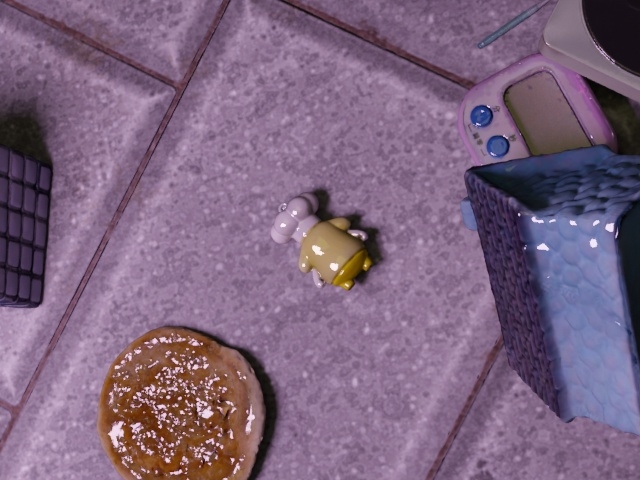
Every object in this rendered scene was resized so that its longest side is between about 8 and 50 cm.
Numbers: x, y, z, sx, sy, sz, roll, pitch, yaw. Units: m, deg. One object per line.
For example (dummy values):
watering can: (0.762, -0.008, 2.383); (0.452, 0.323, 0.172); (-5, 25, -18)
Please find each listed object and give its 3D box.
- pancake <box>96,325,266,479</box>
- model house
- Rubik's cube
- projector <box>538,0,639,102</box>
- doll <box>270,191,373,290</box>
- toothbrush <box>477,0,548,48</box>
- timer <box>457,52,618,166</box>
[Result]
pancake: (-0.207, 0.264, 1.890); (0.282, 0.049, 0.282); (-2, 82, 16)
model house: (0.353, 0.057, 1.677); (0.339, 0.297, 0.360); (7, 122, 45)
Rubik's cube: (-0.561, -0.023, 1.903); (0.237, 0.237, 0.238); (0, 84, 14)
projector: (0.467, -0.316, 1.755); (0.259, 0.079, 0.257); (28, 82, 8)
doll: (0.000, 0.000, 1.857); (0.162, 0.062, 0.106); (42, 86, 12)
toothbrush: (0.297, -0.326, 1.841); (0.167, 0.014, 0.011); (-34, 87, 8)
timer: (0.305, -0.147, 1.794); (0.191, 0.069, 0.208); (-28, 78, 9)
